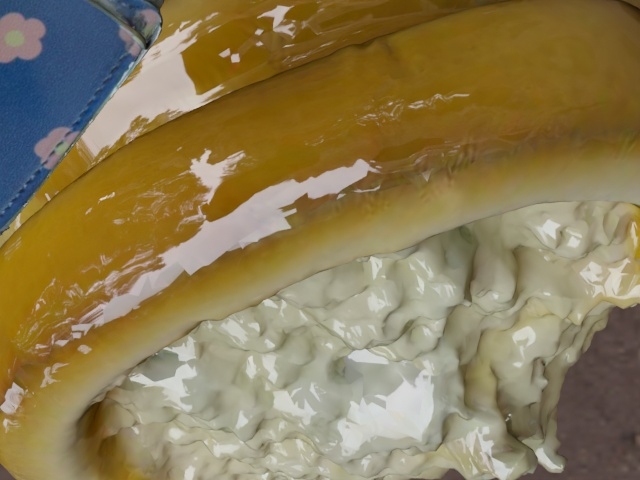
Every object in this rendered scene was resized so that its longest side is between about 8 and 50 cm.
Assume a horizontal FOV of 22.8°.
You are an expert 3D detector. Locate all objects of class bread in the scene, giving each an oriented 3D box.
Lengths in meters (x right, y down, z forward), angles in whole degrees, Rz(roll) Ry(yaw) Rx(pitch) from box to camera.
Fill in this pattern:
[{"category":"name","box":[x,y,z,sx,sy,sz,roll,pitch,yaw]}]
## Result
[{"category":"bread","box":[0.011,-0.004,0.848,0.424,0.329,0.245,-31,43,27]}]

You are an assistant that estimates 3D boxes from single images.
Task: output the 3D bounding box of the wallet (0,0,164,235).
[{"category":"wallet","box":[-0.164,-0.084,0.519,0.141,0.202,0.059,-48,38,26]}]
